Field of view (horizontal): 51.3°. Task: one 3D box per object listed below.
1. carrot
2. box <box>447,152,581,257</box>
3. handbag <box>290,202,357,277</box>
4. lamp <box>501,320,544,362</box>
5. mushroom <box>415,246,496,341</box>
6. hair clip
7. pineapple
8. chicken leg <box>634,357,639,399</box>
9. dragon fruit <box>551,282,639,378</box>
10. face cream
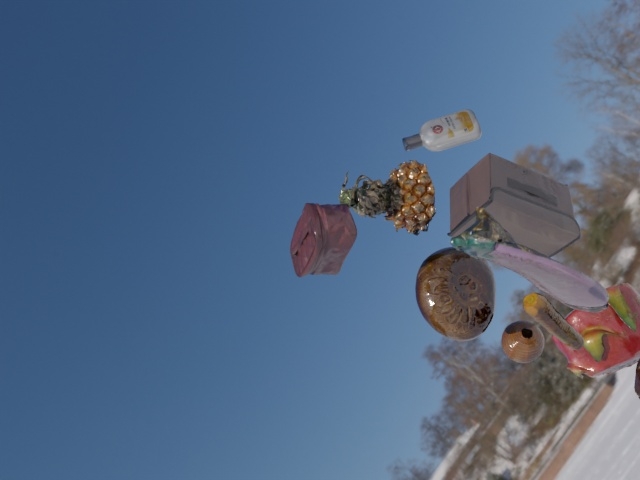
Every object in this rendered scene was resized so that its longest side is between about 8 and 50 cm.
[{"bbox_3d":[0.407,0.142,1.154,0.170,0.042,0.042,37,-90,-30],"label":"carrot"},{"bbox_3d":[0.448,-0.068,1.567,0.188,0.252,0.153,130,152,-54],"label":"box"},{"bbox_3d":[0.000,0.000,1.820,0.135,0.146,0.225,-2,-35,-22],"label":"handbag"},{"bbox_3d":[0.647,0.323,2.133,0.136,0.136,0.136,-39,-29,-27],"label":"lamp"},{"bbox_3d":[0.426,0.160,2.037,0.278,0.297,0.163,7,-20,-27],"label":"mushroom"},{"bbox_3d":[0.407,0.053,1.233,0.110,0.358,0.096,-49,19,31],"label":"hair clip"},{"bbox_3d":[0.197,-0.140,2.156,0.271,0.262,0.262,-2,-50,-24],"label":"pineapple"},{"bbox_3d":[0.569,0.127,1.088,0.113,0.093,0.304,-9,-65,-49],"label":"chicken leg"},{"bbox_3d":[0.789,0.269,1.828,0.290,0.189,0.291,-19,-32,-13],"label":"dragon fruit"},{"bbox_3d":[0.457,-0.408,2.543,0.291,0.144,0.071,-16,-29,4],"label":"face cream"}]
